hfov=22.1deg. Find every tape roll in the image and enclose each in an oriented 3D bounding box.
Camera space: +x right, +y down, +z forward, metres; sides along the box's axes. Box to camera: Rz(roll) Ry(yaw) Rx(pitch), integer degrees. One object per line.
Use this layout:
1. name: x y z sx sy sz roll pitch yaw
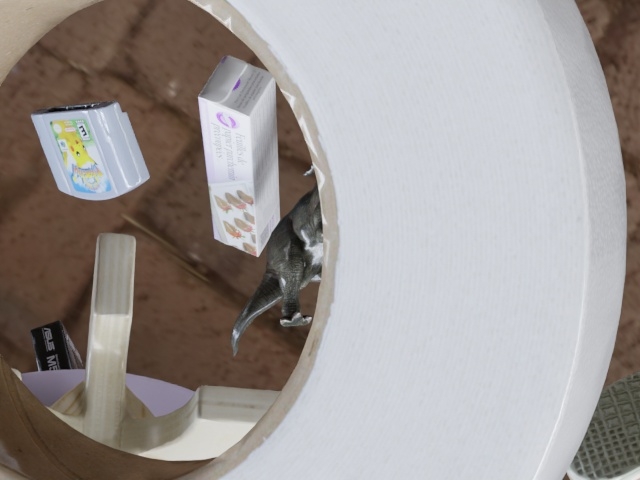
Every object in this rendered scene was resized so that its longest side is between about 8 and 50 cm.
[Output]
1. tape roll: -0.078 -0.005 0.640 0.392 0.072 0.392 2 94 23

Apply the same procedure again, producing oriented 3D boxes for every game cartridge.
1. game cartridge: -0.131 -0.050 0.930 0.017 0.056 0.083 -35 21 -34

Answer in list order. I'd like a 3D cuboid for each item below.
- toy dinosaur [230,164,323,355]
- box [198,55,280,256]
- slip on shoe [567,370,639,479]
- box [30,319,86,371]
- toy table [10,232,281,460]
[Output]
1. toy dinosaur: 0.000 0.000 1.778 0.160 0.121 0.313 -106 36 -53
2. box: -0.089 -0.089 1.874 0.063 0.324 0.067 23 65 11
3. slip on shoe: 0.379 0.182 1.722 0.123 0.101 0.331 22 40 39
4. box: -0.274 0.216 1.899 0.045 0.190 0.184 -17 55 0
5. toy table: -0.153 0.141 1.106 0.274 0.161 0.252 -5 58 -15
